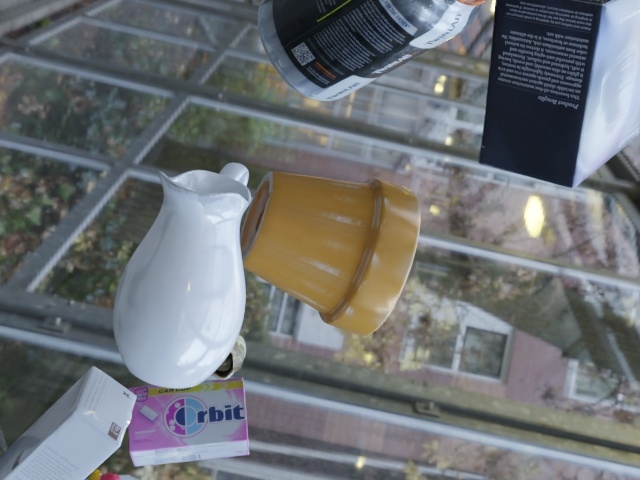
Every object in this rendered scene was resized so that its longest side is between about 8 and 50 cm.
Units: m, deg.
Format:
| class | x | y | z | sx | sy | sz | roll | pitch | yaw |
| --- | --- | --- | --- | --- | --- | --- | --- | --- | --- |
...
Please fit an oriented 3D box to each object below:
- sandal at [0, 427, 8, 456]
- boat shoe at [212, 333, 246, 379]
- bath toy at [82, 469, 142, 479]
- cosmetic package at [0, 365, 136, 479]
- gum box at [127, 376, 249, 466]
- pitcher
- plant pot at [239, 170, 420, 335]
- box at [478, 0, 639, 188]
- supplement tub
| class | x | y | z | sx | sy | sz | roll | pitch | yaw |
| --- | --- | --- | --- | --- | --- | --- | --- | --- | --- |
| sandal | -0.557 | 0.331 | 1.445 | 0.086 | 0.302 | 0.120 | -32 | 155 | -17 |
| boat shoe | -0.140 | 0.159 | 1.236 | 0.190 | 0.068 | 0.072 | 76 | 2 | -64 |
| bath toy | -0.282 | 0.334 | 0.905 | 0.348 | 0.129 | 0.151 | -37 | 148 | -67 |
| cosmetic package | -0.363 | 0.290 | 1.226 | 0.231 | 0.085 | 0.117 | -45 | -163 | 17 |
| gum box | -0.208 | 0.281 | 1.389 | 0.062 | 0.189 | 0.107 | 94 | -11 | -54 |
| pitcher | -0.123 | 0.027 | 0.894 | 0.178 | 0.126 | 0.207 | -41 | 148 | -71 |
| plant pot | 0.000 | 0.000 | 1.165 | 0.205 | 0.188 | 0.205 | -161 | -90 | -76 |
| box | 0.415 | -0.281 | 1.462 | 0.296 | 0.183 | 0.294 | -32 | 133 | -44 |
| supplement tub | 0.084 | -0.351 | 1.286 | 0.338 | 0.207 | 0.207 | -21 | -131 | 46 |
